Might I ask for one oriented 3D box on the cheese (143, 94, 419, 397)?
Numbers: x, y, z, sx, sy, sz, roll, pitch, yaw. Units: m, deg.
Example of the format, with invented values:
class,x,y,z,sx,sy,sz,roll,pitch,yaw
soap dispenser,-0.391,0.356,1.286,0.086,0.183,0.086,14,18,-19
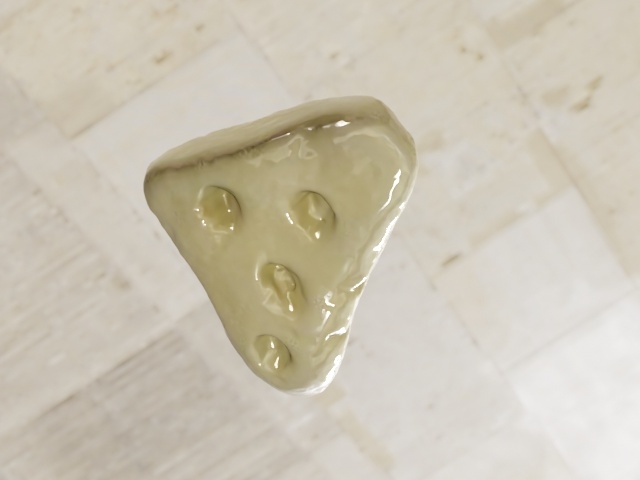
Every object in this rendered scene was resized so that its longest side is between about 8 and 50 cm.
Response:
class,x,y,z,sx,sy,sz,roll,pitch,yaw
cheese,0.000,0.000,1.958,0.351,0.328,0.129,60,24,-13
